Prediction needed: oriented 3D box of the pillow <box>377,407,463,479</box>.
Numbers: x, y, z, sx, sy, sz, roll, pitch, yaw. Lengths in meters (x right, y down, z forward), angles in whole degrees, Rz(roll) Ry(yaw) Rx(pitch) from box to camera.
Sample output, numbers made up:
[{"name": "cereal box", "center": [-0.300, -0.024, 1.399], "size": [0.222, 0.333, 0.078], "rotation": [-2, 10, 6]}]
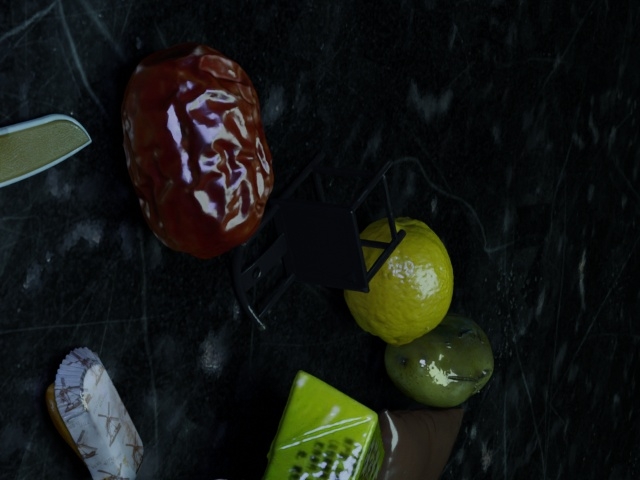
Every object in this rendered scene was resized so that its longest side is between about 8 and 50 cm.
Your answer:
[{"name": "pillow", "center": [0.119, 0.415, 2.109], "size": [0.305, 0.108, 0.308], "rotation": [8, 104, -60]}]

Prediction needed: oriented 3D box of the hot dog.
[{"name": "hot dog", "center": [-0.264, 0.215, 1.483], "size": [0.108, 0.059, 0.191], "rotation": [-67, 146, -46]}]

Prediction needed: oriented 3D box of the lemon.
[{"name": "lemon", "center": [0.119, 0.061, 1.966], "size": [0.193, 0.180, 0.180], "rotation": [56, 48, -21]}]

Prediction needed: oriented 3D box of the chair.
[{"name": "chair", "center": [0.000, 0.000, 1.786], "size": [0.260, 0.141, 0.154], "rotation": [-51, 138, -44]}]

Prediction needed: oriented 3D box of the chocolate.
[{"name": "chocolate", "center": [-0.010, 0.370, 1.793], "size": [0.301, 0.137, 0.289], "rotation": [80, 28, -69]}]

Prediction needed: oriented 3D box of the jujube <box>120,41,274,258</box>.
[{"name": "jujube", "center": [-0.145, -0.104, 1.492], "size": [0.174, 0.174, 0.250], "rotation": [-38, 118, -49]}]

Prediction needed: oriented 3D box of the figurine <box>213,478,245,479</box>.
[{"name": "figurine", "center": [-0.151, 0.386, 1.706], "size": [0.178, 0.109, 0.129], "rotation": [-58, 166, -37]}]

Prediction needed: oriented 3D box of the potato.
[{"name": "potato", "center": [0.205, 0.203, 2.149], "size": [0.248, 0.169, 0.143], "rotation": [-2, 121, -55]}]

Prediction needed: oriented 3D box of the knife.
[{"name": "knife", "center": [-0.347, -0.080, 1.287], "size": [0.343, 0.027, 0.061], "rotation": [-29, 121, -56]}]
